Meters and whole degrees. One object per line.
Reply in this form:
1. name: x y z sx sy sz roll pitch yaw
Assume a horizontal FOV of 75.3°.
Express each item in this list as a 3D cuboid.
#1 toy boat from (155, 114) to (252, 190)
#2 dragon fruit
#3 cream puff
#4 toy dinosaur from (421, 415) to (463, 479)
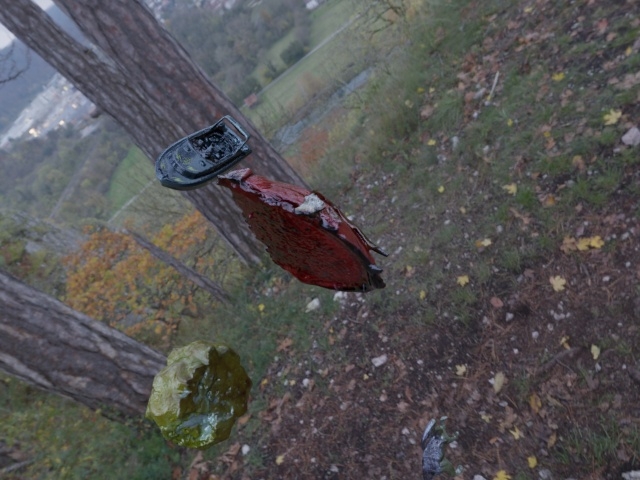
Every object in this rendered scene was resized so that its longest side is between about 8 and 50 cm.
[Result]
1. toy boat: -0.215 -0.156 0.766 0.103 0.093 0.246 -42 6 37
2. dragon fruit: 0.000 0.000 0.729 0.282 0.343 0.100 28 70 18
3. cream puff: -0.317 0.389 1.063 0.185 0.282 0.282 -4 54 34
4. toy dinosaur: 0.387 0.696 1.369 0.162 0.294 0.077 -17 13 -29
